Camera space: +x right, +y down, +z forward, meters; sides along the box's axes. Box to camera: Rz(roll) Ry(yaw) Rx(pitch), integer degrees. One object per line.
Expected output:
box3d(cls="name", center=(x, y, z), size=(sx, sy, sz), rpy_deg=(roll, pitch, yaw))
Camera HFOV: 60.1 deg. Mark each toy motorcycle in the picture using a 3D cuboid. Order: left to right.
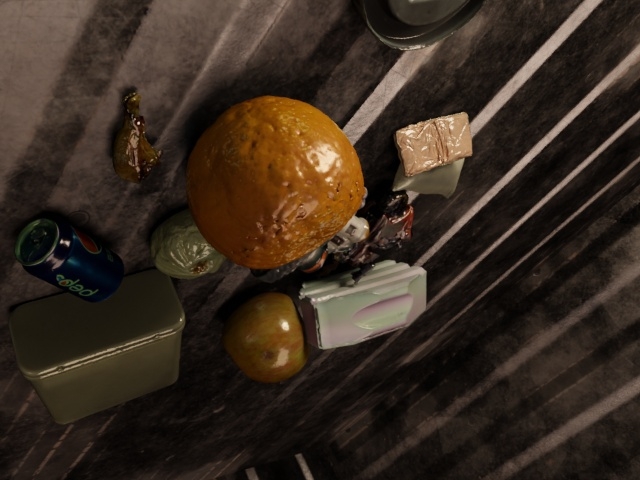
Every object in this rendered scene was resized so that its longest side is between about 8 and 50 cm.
box3d(cls="toy motorcycle", center=(0.133, 0.013, 1.611), size=(0.401, 0.134, 0.207), rpy_deg=(-45, 142, 20))

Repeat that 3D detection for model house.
box3d(cls="model house", center=(0.000, 0.000, 1.371), size=(0.271, 0.190, 0.300), rpy_deg=(-42, 141, 19))

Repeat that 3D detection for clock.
box3d(cls="clock", center=(0.200, -0.494, 0.976), size=(0.324, 0.067, 0.325), rpy_deg=(-23, 149, -15))

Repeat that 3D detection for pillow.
box3d(cls="pillow", center=(0.298, -0.194, 1.505), size=(0.253, 0.078, 0.144), rpy_deg=(2, 117, -43))
box3d(cls="pillow", center=(0.294, -0.247, 1.407), size=(0.232, 0.043, 0.126), rpy_deg=(-19, 104, -22))

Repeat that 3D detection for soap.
box3d(cls="soap", center=(0.130, 0.188, 1.712), size=(0.445, 0.261, 0.156), rpy_deg=(-11, 105, -33))

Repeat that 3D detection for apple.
box3d(cls="apple", center=(-0.162, 0.290, 1.634), size=(0.264, 0.264, 0.264), rpy_deg=(-23, 149, -15))

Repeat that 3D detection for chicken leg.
box3d(cls="chicken leg", center=(-0.323, -0.179, 0.977), size=(0.093, 0.070, 0.178), rpy_deg=(-20, 139, -31))

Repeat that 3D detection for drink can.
box3d(cls="drink can", center=(-0.489, 0.041, 1.090), size=(0.118, 0.118, 0.205), rpy_deg=(-33, 151, 2))

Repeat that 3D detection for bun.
box3d(cls="bun", center=(-0.280, 0.018, 1.250), size=(0.195, 0.118, 0.195), rpy_deg=(-26, 150, -17))

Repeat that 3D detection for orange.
box3d(cls="orange", center=(-0.092, -0.113, 1.057), size=(0.340, 0.293, 0.341), rpy_deg=(-31, 168, -7))

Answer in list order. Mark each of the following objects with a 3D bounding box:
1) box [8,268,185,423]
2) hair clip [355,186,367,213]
box3d(cls="box", center=(-0.520, 0.269, 1.347), size=(0.351, 0.177, 0.344), rpy_deg=(-17, 148, -26))
box3d(cls="hair clip", center=(0.060, -0.118, 1.438), size=(0.124, 0.052, 0.195), rpy_deg=(-16, 143, -5))
